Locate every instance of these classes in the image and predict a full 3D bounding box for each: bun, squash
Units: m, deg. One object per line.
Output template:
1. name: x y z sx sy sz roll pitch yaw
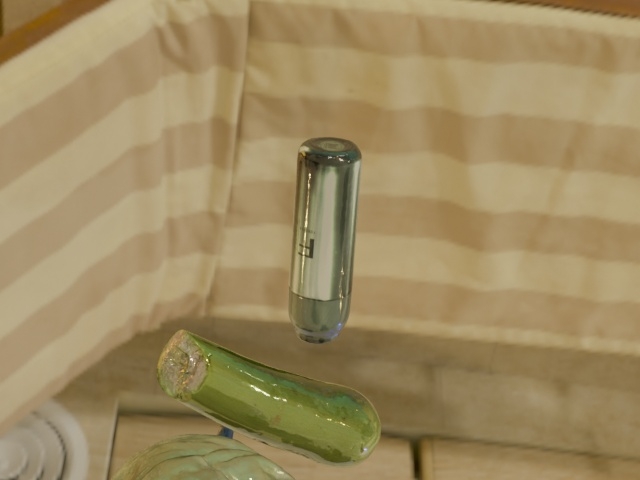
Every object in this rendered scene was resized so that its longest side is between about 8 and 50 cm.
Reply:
1. bun: -0.074 0.243 0.980 0.220 0.134 0.220 28 171 5
2. squash: -0.041 0.159 1.125 0.250 0.083 0.083 25 133 -32

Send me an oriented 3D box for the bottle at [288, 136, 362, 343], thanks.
1. bottle: 0.000 0.000 1.413 0.079 0.096 0.254 -11 118 -28

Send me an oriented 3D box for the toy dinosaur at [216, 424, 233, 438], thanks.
1. toy dinosaur: -0.089 0.315 1.476 0.247 0.188 0.075 36 168 11
